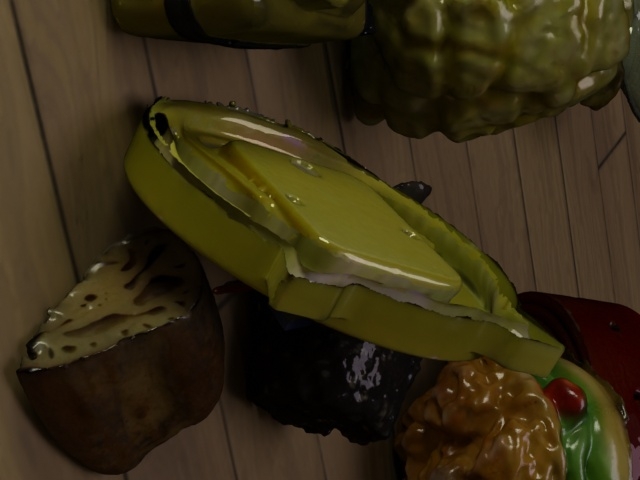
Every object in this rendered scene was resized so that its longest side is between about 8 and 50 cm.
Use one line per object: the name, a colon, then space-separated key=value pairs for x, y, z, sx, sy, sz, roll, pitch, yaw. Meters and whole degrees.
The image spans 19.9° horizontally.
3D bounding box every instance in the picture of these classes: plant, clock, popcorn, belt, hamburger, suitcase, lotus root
plant: x=0.018 y=0.047 z=1.399 sx=0.131 sy=0.142 sz=0.203 roll=31 pitch=70 yaw=-51
clock: x=-0.003 y=0.003 z=1.212 sx=0.277 sy=0.293 sz=0.071 roll=19 pitch=109 yaw=-31
popcorn: x=0.127 y=-0.206 z=1.507 sx=0.293 sy=0.237 sz=0.293 roll=164 pitch=-90 yaw=-74
belt: x=0.233 y=0.211 z=1.713 sx=0.115 sy=0.227 sz=0.324 roll=9 pitch=68 yaw=-28
hamburger: x=0.156 y=0.198 z=1.591 sx=0.149 sy=0.237 sz=0.237 roll=11 pitch=77 yaw=-32
suitcase: x=-0.041 y=-0.229 z=1.254 sx=0.235 sy=0.143 sz=0.194 roll=-8 pitch=97 yaw=-64
lotus root: x=-0.110 y=0.073 z=1.166 sx=0.159 sy=0.095 sz=0.135 roll=-63 pitch=147 yaw=-36

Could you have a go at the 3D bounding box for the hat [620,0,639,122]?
hat: x=0.298 y=-0.250 z=2.004 sx=0.257 sy=0.130 sz=0.257 roll=0 pitch=90 yaw=-66
